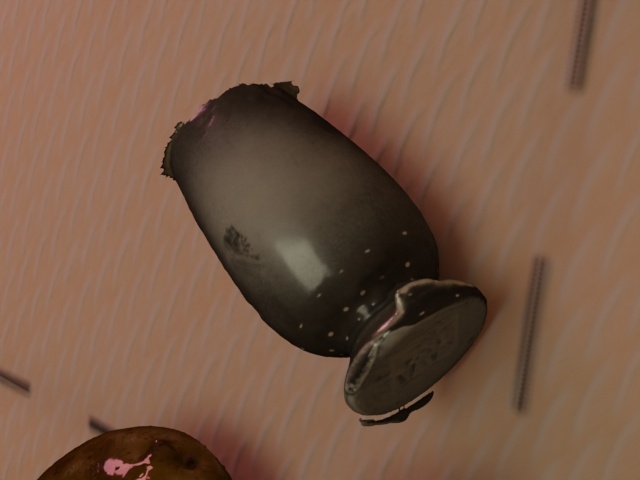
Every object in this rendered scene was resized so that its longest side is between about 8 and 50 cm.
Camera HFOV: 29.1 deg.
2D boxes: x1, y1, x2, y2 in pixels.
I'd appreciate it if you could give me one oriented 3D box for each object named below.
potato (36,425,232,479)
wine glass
[{"bbox_3d":[-0.169,0.283,0.873,0.369,0.176,0.195,-62,26,23],"label":"potato"},{"bbox_3d":[0.000,0.000,0.714,0.204,0.111,0.111,51,125,29],"label":"wine glass"}]
